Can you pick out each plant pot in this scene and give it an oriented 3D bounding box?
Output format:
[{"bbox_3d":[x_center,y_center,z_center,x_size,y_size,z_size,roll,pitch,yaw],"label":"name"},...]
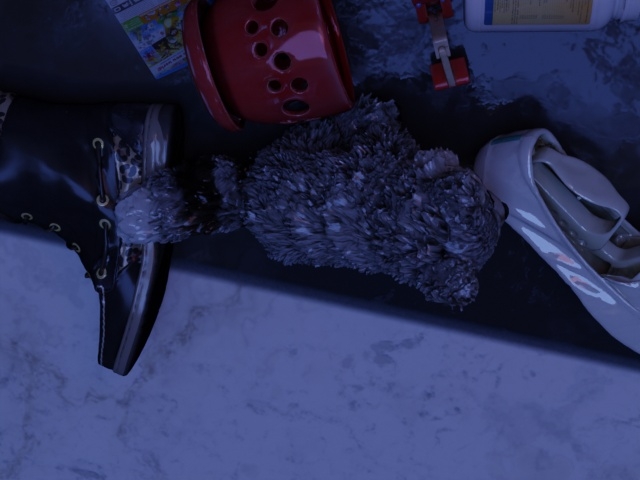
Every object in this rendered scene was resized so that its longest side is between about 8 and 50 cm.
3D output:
[{"bbox_3d":[-0.062,-0.225,1.379,0.174,0.191,0.191,-17,110,9],"label":"plant pot"}]

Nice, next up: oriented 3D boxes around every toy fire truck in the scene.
[{"bbox_3d":[0.140,-0.262,1.375,0.047,0.192,0.135,-12,82,10],"label":"toy fire truck"}]

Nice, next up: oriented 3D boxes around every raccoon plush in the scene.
[{"bbox_3d":[0.000,0.000,1.362,0.446,0.299,0.216,-22,117,-6],"label":"raccoon plush"}]

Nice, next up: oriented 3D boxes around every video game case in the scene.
[{"bbox_3d":[-0.198,-0.295,1.443,0.119,0.015,0.166,-22,122,14],"label":"video game case"}]

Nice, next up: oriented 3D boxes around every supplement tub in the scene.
[{"bbox_3d":[0.268,-0.316,1.335,0.199,0.144,0.144,0,113,6],"label":"supplement tub"}]

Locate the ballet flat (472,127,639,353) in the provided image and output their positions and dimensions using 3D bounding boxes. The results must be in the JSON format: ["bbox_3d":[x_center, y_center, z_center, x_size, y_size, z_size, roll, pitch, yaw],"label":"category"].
[{"bbox_3d":[0.364,0.008,1.453,0.400,0.139,0.139,43,110,-9],"label":"ballet flat"}]

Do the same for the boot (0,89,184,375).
[{"bbox_3d":[-0.342,-0.020,1.527,0.284,0.138,0.377,11,109,0],"label":"boot"}]
